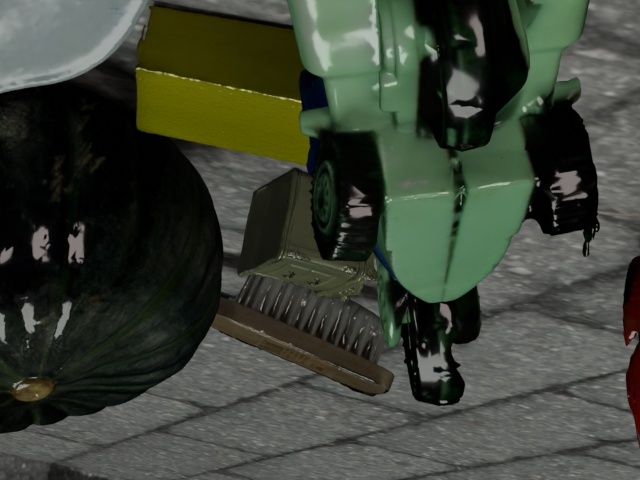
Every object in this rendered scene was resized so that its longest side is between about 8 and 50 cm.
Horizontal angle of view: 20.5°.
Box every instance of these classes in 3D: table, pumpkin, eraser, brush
[{"bbox_3d":[0.000,0.000,1.187,0.083,0.062,0.079,16,164,-21],"label":"table"},{"bbox_3d":[-0.183,0.005,1.077,0.250,0.216,0.250,0,132,0],"label":"pumpkin"},{"bbox_3d":[-0.038,-0.082,0.960,0.122,0.045,0.097,11,164,-1],"label":"eraser"},{"bbox_3d":[-0.086,0.034,1.387,0.327,0.065,0.070,23,168,-10],"label":"brush"}]

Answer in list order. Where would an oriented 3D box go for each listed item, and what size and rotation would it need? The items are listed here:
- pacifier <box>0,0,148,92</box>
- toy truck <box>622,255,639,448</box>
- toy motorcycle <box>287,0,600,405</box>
[{"bbox_3d":[-0.199,-0.078,0.698,0.287,0.225,0.238,-25,142,11],"label":"pacifier"},{"bbox_3d":[0.299,0.143,1.183,0.189,0.239,0.265,3,162,22],"label":"toy truck"},{"bbox_3d":[0.042,-0.067,0.745,0.125,0.196,0.331,-8,151,-3],"label":"toy motorcycle"}]
